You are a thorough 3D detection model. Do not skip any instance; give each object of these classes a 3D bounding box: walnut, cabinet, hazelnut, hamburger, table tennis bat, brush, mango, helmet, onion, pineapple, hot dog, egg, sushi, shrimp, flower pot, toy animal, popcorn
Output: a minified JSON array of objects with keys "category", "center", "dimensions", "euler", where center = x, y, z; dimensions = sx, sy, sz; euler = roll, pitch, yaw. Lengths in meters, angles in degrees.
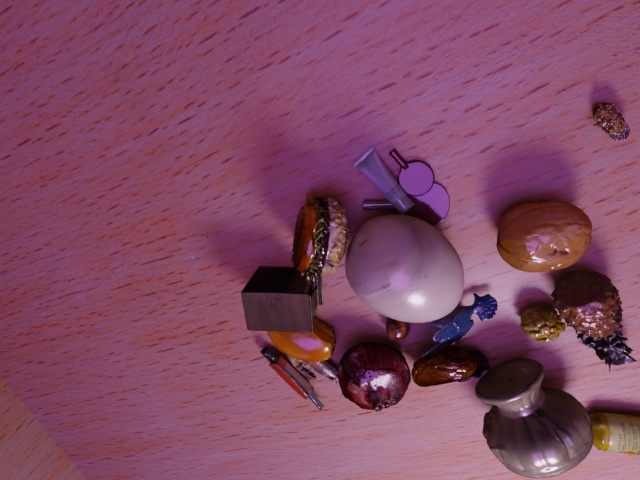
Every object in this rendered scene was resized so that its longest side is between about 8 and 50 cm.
[{"category":"walnut","center":[0.578,-0.011,1.072],"dimensions":[0.226,0.193,0.193],"euler":[-12,110,13]},{"category":"cabinet","center":[-0.112,0.188,1.307],"dimensions":[0.215,0.174,0.148],"euler":[0,113,11]},{"category":"hazelnut","center":[0.252,0.284,1.329],"dimensions":[0.086,0.086,0.086],"euler":[5,114,10]},{"category":"hamburger","center":[0.000,0.000,1.170],"dimensions":[0.139,0.243,0.261],"euler":[8,121,-13]},{"category":"table tennis bat","center":[0.249,-0.191,1.142],"dimensions":[0.098,0.019,0.154],"euler":[-42,96,17]},{"category":"brush","center":[-0.096,0.503,1.502],"dimensions":[0.323,0.051,0.070],"euler":[49,145,-11]},{"category":"table tennis bat","center":[0.246,-0.104,1.188],"dimensions":[0.247,0.022,0.138],"euler":[0,110,10]},{"category":"mango","center":[-0.067,0.319,1.383],"dimensions":[0.252,0.126,0.153],"euler":[20,105,4]},{"category":"helmet","center":[0.483,0.401,1.329],"dimensions":[0.098,0.070,0.123],"euler":[16,135,-28]},{"category":"onion","center":[0.172,0.456,1.341],"dimensions":[0.252,0.219,0.252],"euler":[2,120,4]},{"category":"pineapple","center":[0.787,0.241,1.165],"dimensions":[0.169,0.169,0.340],"euler":[-29,117,22]},{"category":"hot dog","center":[0.379,0.396,1.284],"dimensions":[0.227,0.161,0.099],"euler":[-35,73,52]},{"category":"egg","center":[0.241,0.084,1.129],"dimensions":[0.345,0.283,0.283],"euler":[29,117,-20]},{"category":"sushi","center":[0.698,-0.290,0.987],"dimensions":[0.118,0.060,0.061],"euler":[34,121,-3]},{"category":"shrimp","center":[-0.014,0.463,1.483],"dimensions":[0.251,0.052,0.143],"euler":[37,127,1]},{"category":"flower pot","center":[0.624,0.518,1.251],"dimensions":[0.308,0.307,0.244],"euler":[-29,89,22]},{"category":"toy animal","center":[0.404,0.254,1.235],"dimensions":[0.176,0.239,0.255],"euler":[23,84,34]},{"category":"popcorn","center":[0.647,0.248,1.209],"dimensions":[0.116,0.121,0.106],"euler":[51,147,-4]}]

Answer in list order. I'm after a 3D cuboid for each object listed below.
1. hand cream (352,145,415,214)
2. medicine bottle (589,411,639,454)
[{"category":"hand cream","center":[0.181,-0.164,1.151],"dimensions":[0.078,0.050,0.205],"euler":[-42,84,26]},{"category":"medicine bottle","center":[0.975,0.610,1.295],"dimensions":[0.239,0.124,0.124],"euler":[1,114,12]}]
